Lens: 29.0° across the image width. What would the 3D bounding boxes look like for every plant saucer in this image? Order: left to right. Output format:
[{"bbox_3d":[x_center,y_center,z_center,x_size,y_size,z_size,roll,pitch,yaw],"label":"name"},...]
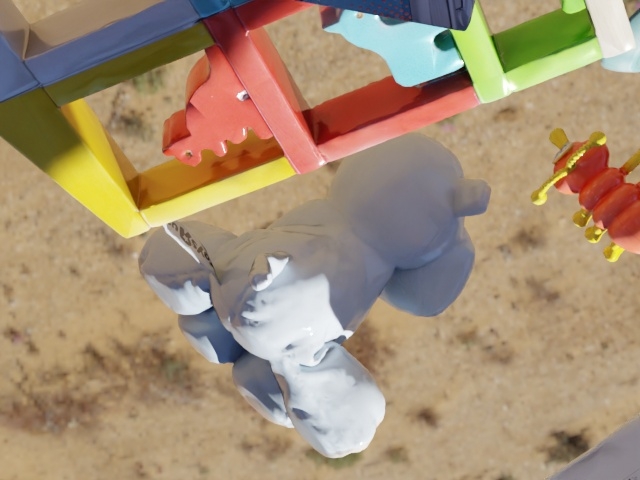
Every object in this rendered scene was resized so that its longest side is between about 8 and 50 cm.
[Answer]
[{"bbox_3d":[0.279,-0.172,0.996,0.119,0.021,0.119,-32,162,-11],"label":"plant saucer"}]

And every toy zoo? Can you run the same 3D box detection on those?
[{"bbox_3d":[-0.039,-0.102,0.501,0.293,0.030,0.192,-20,133,14],"label":"toy zoo"}]

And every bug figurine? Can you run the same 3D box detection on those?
[{"bbox_3d":[0.268,-0.060,0.735,0.279,0.216,0.072,-53,162,29],"label":"bug figurine"}]

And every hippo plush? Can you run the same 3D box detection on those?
[{"bbox_3d":[0.000,0.000,1.027,0.236,0.234,0.294,-43,139,-19],"label":"hippo plush"}]

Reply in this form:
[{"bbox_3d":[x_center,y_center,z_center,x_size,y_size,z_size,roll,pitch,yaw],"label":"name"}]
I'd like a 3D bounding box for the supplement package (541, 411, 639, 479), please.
[{"bbox_3d":[0.272,0.222,1.033,0.244,0.134,0.139,-37,165,7],"label":"supplement package"}]

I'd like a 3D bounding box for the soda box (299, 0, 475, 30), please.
[{"bbox_3d":[-0.043,-0.107,0.345,0.183,0.058,0.063,11,108,1],"label":"soda box"}]
